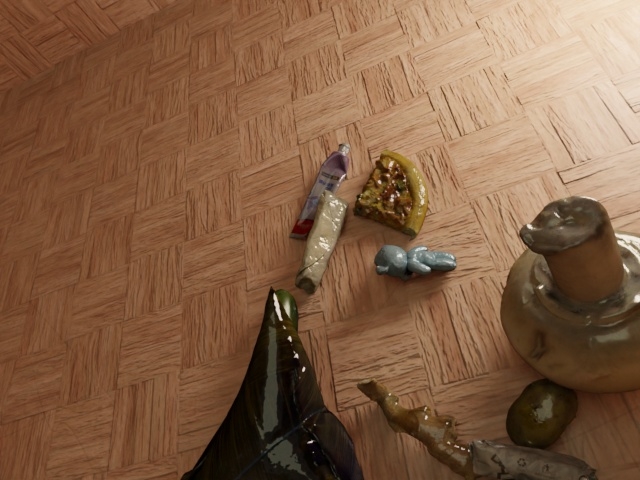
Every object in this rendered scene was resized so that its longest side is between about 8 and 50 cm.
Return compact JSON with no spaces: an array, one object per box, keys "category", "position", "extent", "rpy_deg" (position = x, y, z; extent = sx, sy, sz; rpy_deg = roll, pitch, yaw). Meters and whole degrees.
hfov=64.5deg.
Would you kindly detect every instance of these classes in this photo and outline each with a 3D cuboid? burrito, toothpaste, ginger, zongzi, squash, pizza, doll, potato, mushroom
[{"category":"burrito","position":[0.000,0.000,1.268],"extent":[0.082,0.059,0.275],"rpy_deg":[23,69,-7]},{"category":"toothpaste","position":[0.006,-0.135,1.366],"extent":[0.075,0.048,0.301],"rpy_deg":[17,72,29]},{"category":"ginger","position":[0.193,0.344,0.954],"extent":[0.288,0.075,0.089],"rpy_deg":[30,80,34]},{"category":"zongzi","position":[-0.162,0.359,0.982],"extent":[0.403,0.208,0.432],"rpy_deg":[-28,75,14]},{"category":"burrito","position":[0.348,0.375,0.840],"extent":[0.203,0.064,0.064],"rpy_deg":[6,63,12]},{"category":"squash","position":[-0.091,0.257,1.143],"extent":[0.087,0.087,0.331],"rpy_deg":[-13,57,19]},{"category":"pizza","position":[0.165,-0.116,1.264],"extent":[0.197,0.058,0.292],"rpy_deg":[-19,54,16]},{"category":"doll","position":[0.209,0.056,1.137],"extent":[0.180,0.075,0.120],"rpy_deg":[9,24,9]},{"category":"potato","position":[0.384,0.301,0.884],"extent":[0.138,0.070,0.092],"rpy_deg":[-47,50,-6]},{"category":"mushroom","position":[0.441,0.079,0.828],"extent":[0.315,0.336,0.314],"rpy_deg":[-23,43,23]}]

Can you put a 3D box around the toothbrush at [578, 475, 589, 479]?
[{"category":"toothbrush","position":[0.428,0.518,0.678],"extent":[0.040,0.040,0.385],"rpy_deg":[-17,74,16]}]
